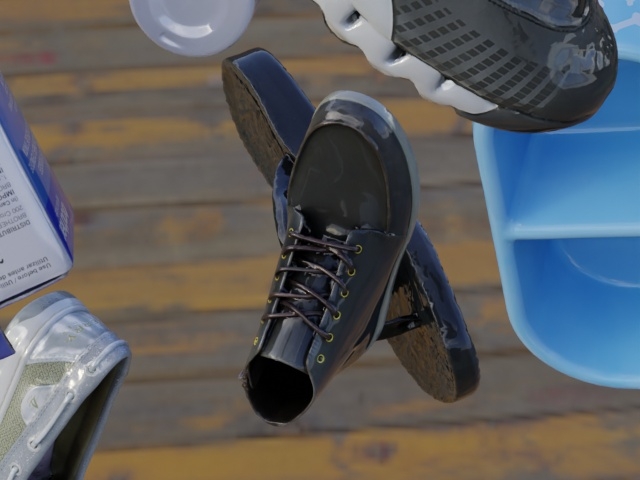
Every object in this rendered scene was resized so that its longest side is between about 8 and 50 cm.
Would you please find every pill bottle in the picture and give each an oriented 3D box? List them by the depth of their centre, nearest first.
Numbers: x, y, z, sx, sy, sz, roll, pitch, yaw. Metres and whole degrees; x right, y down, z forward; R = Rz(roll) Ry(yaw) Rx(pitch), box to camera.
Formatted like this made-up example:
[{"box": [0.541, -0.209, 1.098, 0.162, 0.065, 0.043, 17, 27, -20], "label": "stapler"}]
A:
[{"box": [-0.082, -0.212, 1.480, 0.094, 0.094, 0.169, 6, 29, 7], "label": "pill bottle"}]

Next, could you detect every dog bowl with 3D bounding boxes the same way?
[{"box": [0.167, -0.028, 1.086, 0.165, 0.297, 0.074, -1, 46, 15], "label": "dog bowl"}]

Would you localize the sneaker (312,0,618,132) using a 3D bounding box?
[{"box": [0.023, -0.127, 0.549, 0.106, 0.234, 0.078, -23, 24, 47], "label": "sneaker"}]

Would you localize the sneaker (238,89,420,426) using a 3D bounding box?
[{"box": [0.005, 0.017, 1.288, 0.083, 0.222, 0.118, 16, 38, 18], "label": "sneaker"}]

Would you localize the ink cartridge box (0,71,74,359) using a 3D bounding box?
[{"box": [-0.343, -0.057, 1.333, 0.270, 0.396, 0.151, -24, 17, 2], "label": "ink cartridge box"}]

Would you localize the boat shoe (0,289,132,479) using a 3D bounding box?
[{"box": [-0.242, 0.198, 1.699, 0.103, 0.320, 0.118, 33, 28, 26], "label": "boat shoe"}]

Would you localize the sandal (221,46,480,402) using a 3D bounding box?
[{"box": [0.000, 0.001, 1.665, 0.107, 0.168, 0.446, -24, 43, -13], "label": "sandal"}]
